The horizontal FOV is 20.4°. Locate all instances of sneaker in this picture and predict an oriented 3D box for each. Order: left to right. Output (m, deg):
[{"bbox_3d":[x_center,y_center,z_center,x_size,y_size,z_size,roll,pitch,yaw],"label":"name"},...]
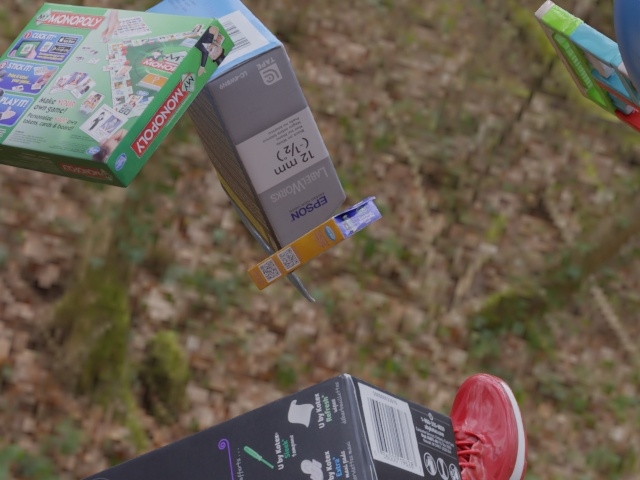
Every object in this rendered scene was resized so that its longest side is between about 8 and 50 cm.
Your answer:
[{"bbox_3d":[0.132,0.225,1.716,0.087,0.221,0.128,-9,-24,33],"label":"sneaker"}]

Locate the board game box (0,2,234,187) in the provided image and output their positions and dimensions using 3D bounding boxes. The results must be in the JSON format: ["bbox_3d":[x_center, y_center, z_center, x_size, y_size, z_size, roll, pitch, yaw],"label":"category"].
[{"bbox_3d":[-0.268,-0.170,1.998,0.317,0.213,0.046,12,-32,45],"label":"board game box"}]

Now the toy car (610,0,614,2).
[{"bbox_3d":[0.314,-0.382,2.030,0.188,0.149,0.155,33,-22,50],"label":"toy car"}]

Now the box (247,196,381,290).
[{"bbox_3d":[0.000,0.000,1.759,0.136,0.028,0.081,-29,1,34],"label":"box"}]

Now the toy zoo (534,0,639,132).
[{"bbox_3d":[0.405,-0.180,2.234,0.293,0.030,0.192,41,-4,40],"label":"toy zoo"}]

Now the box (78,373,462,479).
[{"bbox_3d":[-0.038,0.224,1.341,0.270,0.143,0.165,-24,-29,24],"label":"box"}]

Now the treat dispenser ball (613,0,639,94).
[{"bbox_3d":[0.404,-0.210,1.570,0.288,0.288,0.288,14,13,-3],"label":"treat dispenser ball"}]

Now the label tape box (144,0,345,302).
[{"bbox_3d":[-0.076,-0.126,2.210,0.115,0.348,0.249,-30,34,-7],"label":"label tape box"}]
